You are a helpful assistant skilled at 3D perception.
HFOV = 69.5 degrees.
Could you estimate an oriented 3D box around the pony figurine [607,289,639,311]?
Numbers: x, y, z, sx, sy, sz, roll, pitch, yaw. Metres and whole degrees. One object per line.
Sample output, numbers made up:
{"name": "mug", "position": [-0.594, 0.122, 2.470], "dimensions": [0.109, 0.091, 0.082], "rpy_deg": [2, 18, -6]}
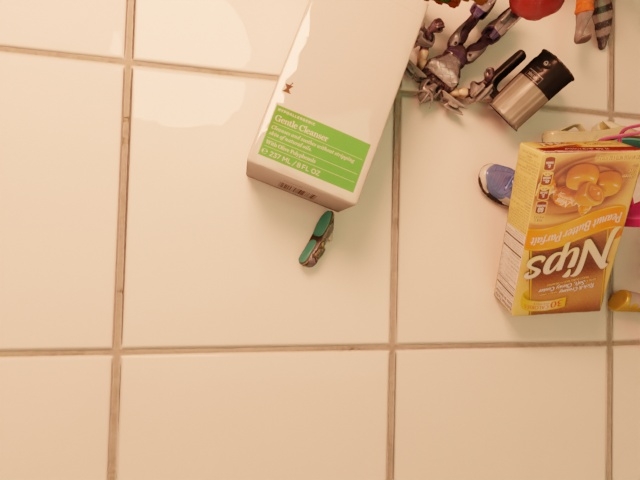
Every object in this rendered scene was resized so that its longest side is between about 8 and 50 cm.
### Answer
{"name": "pony figurine", "position": [0.852, 0.124, 0.942], "dimensions": [0.363, 0.303, 0.351], "rpy_deg": [27, 115, -14]}

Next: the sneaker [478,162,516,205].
{"name": "sneaker", "position": [0.412, -0.096, 0.920], "dimensions": [0.211, 0.081, 0.080], "rpy_deg": [25, 84, -11]}

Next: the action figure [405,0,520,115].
{"name": "action figure", "position": [0.273, -0.370, 0.891], "dimensions": [0.185, 0.099, 0.285], "rpy_deg": [40, 84, -14]}

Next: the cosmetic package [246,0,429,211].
{"name": "cosmetic package", "position": [0.022, -0.256, 0.803], "dimensions": [0.196, 0.155, 0.366], "rpy_deg": [20, 86, -9]}

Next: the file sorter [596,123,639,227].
{"name": "file sorter", "position": [0.696, -0.151, 0.852], "dimensions": [0.290, 0.202, 0.183], "rpy_deg": [-19, 99, -14]}

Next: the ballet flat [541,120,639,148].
{"name": "ballet flat", "position": [0.572, -0.212, 0.964], "dimensions": [0.248, 0.086, 0.086], "rpy_deg": [-8, 90, -12]}

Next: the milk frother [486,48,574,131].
{"name": "milk frother", "position": [0.420, -0.293, 0.925], "dimensions": [0.143, 0.129, 0.134], "rpy_deg": [26, 121, -38]}

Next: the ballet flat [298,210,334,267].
{"name": "ballet flat", "position": [0.000, 0.000, 0.854], "dimensions": [0.041, 0.041, 0.114], "rpy_deg": [31, 83, -10]}

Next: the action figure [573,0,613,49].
{"name": "action figure", "position": [0.517, -0.562, 0.948], "dimensions": [0.341, 0.178, 0.331], "rpy_deg": [-18, 85, 15]}

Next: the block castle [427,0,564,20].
{"name": "block castle", "position": [0.232, -0.566, 0.762], "dimensions": [0.453, 0.213, 0.303], "rpy_deg": [28, 89, 21]}

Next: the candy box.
{"name": "candy box", "position": [0.446, -0.019, 0.853], "dimensions": [0.182, 0.088, 0.317], "rpy_deg": [-2, 113, -4]}
